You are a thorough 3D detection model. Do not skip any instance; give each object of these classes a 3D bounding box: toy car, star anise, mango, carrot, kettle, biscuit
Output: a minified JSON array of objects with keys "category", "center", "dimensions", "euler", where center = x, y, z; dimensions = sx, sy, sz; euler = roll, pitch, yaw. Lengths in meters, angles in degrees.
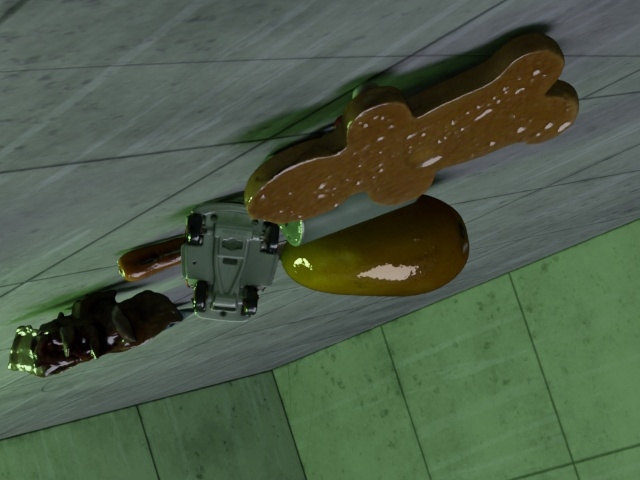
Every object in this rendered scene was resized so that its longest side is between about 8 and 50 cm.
[{"category":"toy car","center":[-0.109,0.019,1.858],"dimensions":[0.112,0.139,0.112],"euler":[7,-171,-8]},{"category":"star anise","center":[-0.311,0.119,2.212],"dimensions":[0.220,0.099,0.214],"euler":[-19,-172,-32]},{"category":"mango","center":[0.081,0.010,2.145],"dimensions":[0.254,0.139,0.175],"euler":[-7,165,-24]},{"category":"carrot","center":[-0.159,0.009,1.975],"dimensions":[0.190,0.037,0.037],"euler":[-17,172,-15]},{"category":"kettle","center":[0.024,-0.073,1.673],"dimensions":[0.148,0.127,0.098],"euler":[-18,-155,-17]},{"category":"biscuit","center":[0.081,-0.105,1.545],"dimensions":[0.340,0.047,0.216],"euler":[-23,153,6]}]

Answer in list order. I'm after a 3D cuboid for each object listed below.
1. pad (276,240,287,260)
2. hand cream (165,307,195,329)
[{"category":"pad","center":[0.000,0.000,2.386],"dimensions":[0.266,0.002,0.176],"euler":[-16,172,-16]},{"category":"hand cream","center":[-0.283,0.130,2.517],"dimensions":[0.088,0.055,0.256],"euler":[-16,180,19]}]
